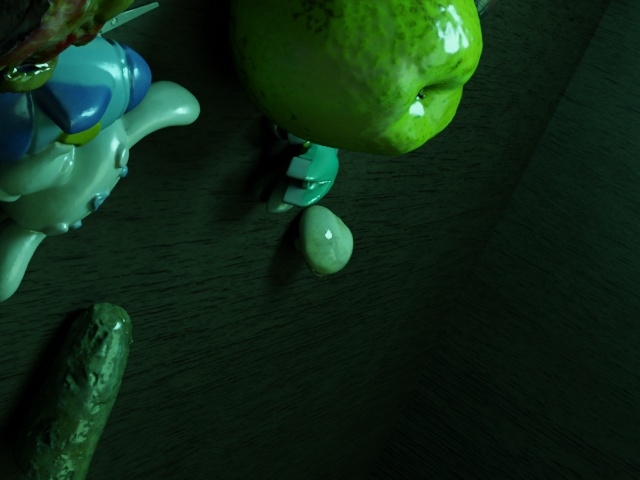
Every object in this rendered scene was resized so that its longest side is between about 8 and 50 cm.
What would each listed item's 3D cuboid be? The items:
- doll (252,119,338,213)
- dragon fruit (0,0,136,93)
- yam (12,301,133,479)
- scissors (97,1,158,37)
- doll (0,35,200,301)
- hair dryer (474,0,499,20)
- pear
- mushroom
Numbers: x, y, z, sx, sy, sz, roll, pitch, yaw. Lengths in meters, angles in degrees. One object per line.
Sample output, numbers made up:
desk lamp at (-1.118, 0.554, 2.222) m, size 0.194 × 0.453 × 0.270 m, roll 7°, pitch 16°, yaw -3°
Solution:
doll at (-0.039, -0.139, 1.615) m, size 0.258 × 0.153 × 0.195 m, roll -9°, pitch 110°, yaw -80°
dragon fruit at (-0.273, -0.292, 0.810) m, size 0.296 × 0.314 × 0.263 m, roll -60°, pitch 174°, yaw 25°
yam at (-0.394, 0.254, 1.400) m, size 0.133 × 0.133 × 0.330 m, roll 7°, pitch 109°, yaw -64°
scissors at (-0.279, -0.279, 1.120) m, size 0.189 × 0.015 × 0.100 m, roll -39°, pitch 151°, yaw -40°
doll at (-0.315, -0.123, 1.023) m, size 0.366 × 0.187 × 0.376 m, roll 78°, pitch 34°, yaw -66°
hair dryer at (0.297, -0.632, 1.724) m, size 0.340 × 0.123 × 0.313 m, roll 17°, pitch 94°, yaw -54°
pear at (0.058, -0.305, 1.300) m, size 0.391 × 0.391 × 0.391 m, roll -43°, pitch 152°, yaw -30°
mushroom at (0.000, 0.000, 1.856) m, size 0.154 × 0.122 × 0.154 m, roll 30°, pitch 54°, yaw -52°
